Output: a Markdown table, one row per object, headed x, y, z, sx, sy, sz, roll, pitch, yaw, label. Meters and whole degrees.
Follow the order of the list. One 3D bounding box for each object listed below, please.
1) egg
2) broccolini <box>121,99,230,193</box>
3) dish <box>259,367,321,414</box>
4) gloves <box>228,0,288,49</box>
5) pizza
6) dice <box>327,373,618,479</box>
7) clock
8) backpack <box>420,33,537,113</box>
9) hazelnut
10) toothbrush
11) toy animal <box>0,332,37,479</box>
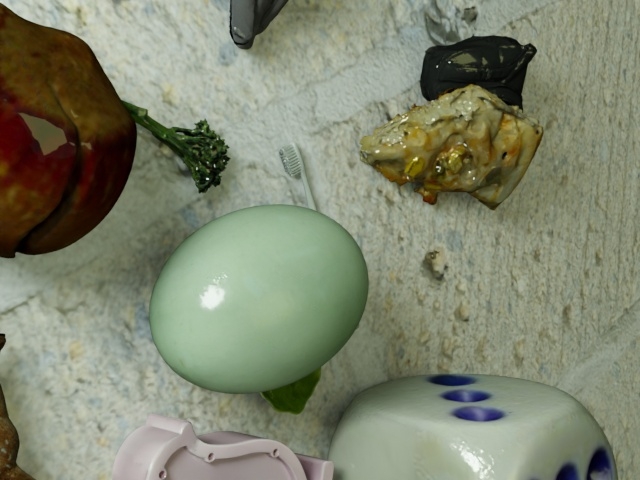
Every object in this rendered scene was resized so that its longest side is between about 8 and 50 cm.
| x | y | z | sx | sy | sz | roll | pitch | yaw | label |
| --- | --- | --- | --- | --- | --- | --- | --- | --- | --- |
| -0.065 | 0.063 | 1.076 | 0.283 | 0.203 | 0.203 | -27 | 110 | -45 | egg |
| -0.191 | -0.138 | 1.054 | 0.254 | 0.057 | 0.071 | 36 | 25 | -41 | broccolini |
| -0.038 | 0.151 | 1.217 | 0.091 | 0.039 | 0.137 | 47 | 60 | -28 | dish |
| -0.067 | -0.366 | 1.137 | 0.142 | 0.119 | 0.285 | 13 | 86 | -11 | gloves |
| 0.189 | -0.128 | 1.355 | 0.297 | 0.071 | 0.189 | 13 | 125 | -35 | pizza |
| 0.198 | 0.349 | 1.264 | 0.277 | 0.304 | 0.304 | -8 | 97 | -43 | dice |
| -0.135 | 0.357 | 1.108 | 0.275 | 0.080 | 0.290 | 32 | 69 | -39 | clock |
| 0.222 | -0.242 | 1.401 | 0.165 | 0.106 | 0.120 | -1 | 115 | -27 | backpack |
| -0.288 | -0.099 | 0.885 | 0.234 | 0.218 | 0.218 | 45 | 61 | -13 | hazelnut |
| 0.000 | 0.000 | 1.259 | 0.025 | 0.019 | 0.275 | -31 | 112 | -32 | toothbrush |
| -0.338 | 0.197 | 0.897 | 0.260 | 0.087 | 0.243 | 53 | 58 | -27 | toy animal |
